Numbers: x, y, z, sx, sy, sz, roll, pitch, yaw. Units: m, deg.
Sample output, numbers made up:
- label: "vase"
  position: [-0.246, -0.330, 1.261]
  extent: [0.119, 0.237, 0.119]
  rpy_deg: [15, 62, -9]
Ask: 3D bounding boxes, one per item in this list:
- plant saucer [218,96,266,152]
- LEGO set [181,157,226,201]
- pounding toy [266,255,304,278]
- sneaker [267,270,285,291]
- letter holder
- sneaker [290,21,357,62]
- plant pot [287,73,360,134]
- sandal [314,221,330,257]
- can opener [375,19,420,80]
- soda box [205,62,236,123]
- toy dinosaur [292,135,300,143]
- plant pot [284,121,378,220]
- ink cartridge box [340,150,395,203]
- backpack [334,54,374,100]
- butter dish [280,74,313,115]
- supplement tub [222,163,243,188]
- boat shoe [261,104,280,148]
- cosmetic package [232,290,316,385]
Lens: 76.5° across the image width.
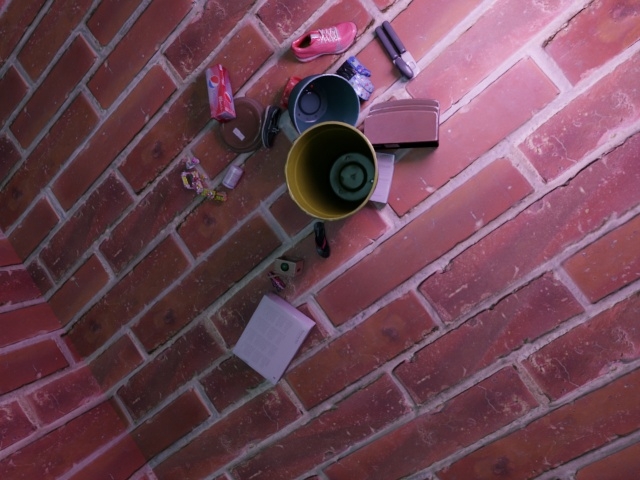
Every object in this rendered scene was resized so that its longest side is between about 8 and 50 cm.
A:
- label: "plant saucer"
  position: [-0.392, -0.578, 2.025]
  extent: [0.277, 0.041, 0.278]
  rpy_deg: [2, 97, 18]
- label: "LEGO set"
  position: [-0.620, -0.286, 2.095]
  extent: [0.132, 0.107, 0.287]
  rpy_deg: [-42, 82, 18]
- label: "pounding toy"
  position: [-0.170, 0.138, 1.970]
  extent: [0.130, 0.141, 0.100]
  rpy_deg: [11, 100, 17]
- label: "sneaker"
  position: [-0.233, 0.211, 2.054]
  extent: [0.119, 0.047, 0.057]
  rpy_deg: [49, 119, 9]
- label: "letter holder"
  position: [0.348, -0.508, 1.725]
  extent: [0.301, 0.152, 0.215]
  rpy_deg: [2, 94, 18]
- label: "sneaker"
  position: [0.012, -0.886, 1.805]
  extent: [0.313, 0.136, 0.116]
  rpy_deg: [-14, 92, 19]
- label: "plant pot"
  position: [-0.010, -0.579, 1.764]
  extent: [0.292, 0.235, 0.293]
  rpy_deg: [-10, 120, -18]
- label: "sandal"
  position: [0.000, 0.000, 1.951]
  extent: [0.067, 0.040, 0.179]
  rpy_deg: [-13, 91, 19]
- label: "can opener"
  position: [0.325, -0.812, 1.728]
  extent: [0.076, 0.095, 0.284]
  rpy_deg: [-32, 85, 18]
- label: "soda box"
  position: [-0.492, -0.719, 1.990]
  extent: [0.092, 0.083, 0.263]
  rpy_deg: [-15, 78, 22]
- label: "toy dinosaur"
  position: [-0.094, -0.488, 1.945]
  extent: [0.082, 0.047, 0.090]
  rpy_deg: [-3, 62, 27]
- label: "plant pot"
  position: [0.091, -0.274, 1.678]
  extent: [0.366, 0.353, 0.367]
  rpy_deg: [2, 96, 19]
- label: "ink cartridge box"
  position: [0.217, -0.296, 1.845]
  extent: [0.223, 0.045, 0.224]
  rpy_deg: [14, 100, 17]
- label: "backpack"
  position: [0.166, -0.694, 1.762]
  extent: [0.117, 0.158, 0.173]
  rpy_deg: [-44, 84, 24]
- label: "butter dish"
  position: [-0.114, -0.677, 1.879]
  extent: [0.160, 0.118, 0.160]
  rpy_deg: [30, 105, 13]
- label: "supplement tub"
  position: [-0.445, -0.322, 2.052]
  extent: [0.071, 0.071, 0.107]
  rpy_deg: [38, 106, 11]
- label: "boat shoe"
  position: [-0.233, -0.546, 1.956]
  extent: [0.064, 0.075, 0.206]
  rpy_deg: [9, 94, 21]
- label: "cosmetic package"
  position: [-0.239, 0.493, 2.054]
  extent: [0.284, 0.097, 0.377]
  rpy_deg: [35, 105, 14]
